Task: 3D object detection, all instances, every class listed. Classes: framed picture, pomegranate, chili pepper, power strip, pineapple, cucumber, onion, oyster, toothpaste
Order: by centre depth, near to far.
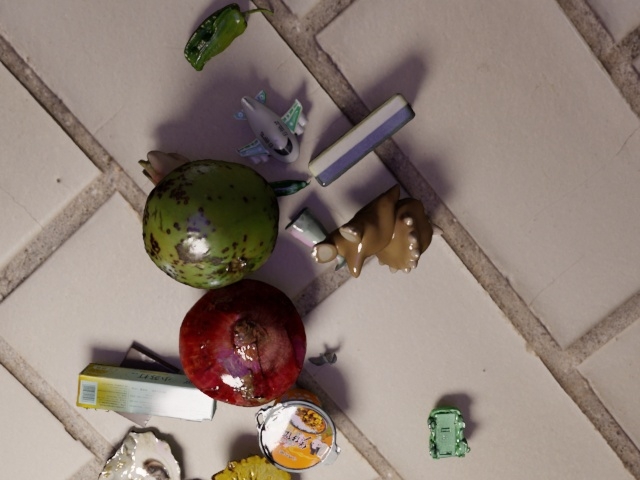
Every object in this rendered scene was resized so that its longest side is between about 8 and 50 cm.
[{"bbox_3d":[-0.252,-0.066,1.094,0.285,0.285,0.340,-45,65,7],"label":"pomegranate"},{"bbox_3d":[-0.204,-0.444,1.101,0.204,0.073,0.072,-40,85,5],"label":"chili pepper"},{"bbox_3d":[0.086,-0.217,1.129,0.257,0.105,0.070,-37,99,5],"label":"power strip"},{"bbox_3d":[-0.162,0.219,1.133,0.277,0.276,0.275,0,101,-1],"label":"onion"},{"bbox_3d":[-0.097,-0.115,1.180,0.155,0.037,0.037,-6,101,1],"label":"cucumber"},{"bbox_3d":[-0.396,0.352,1.223,0.313,0.071,0.089,8,98,-2],"label":"toothpaste"},{"bbox_3d":[-0.437,0.351,1.269,0.128,0.023,0.168,32,99,-6],"label":"framed picture"},{"bbox_3d":[-0.423,0.584,1.277,0.214,0.083,0.222,27,79,0],"label":"oyster"},{"bbox_3d":[-0.168,0.597,1.295,0.250,0.164,0.139,36,59,-11],"label":"pineapple"}]

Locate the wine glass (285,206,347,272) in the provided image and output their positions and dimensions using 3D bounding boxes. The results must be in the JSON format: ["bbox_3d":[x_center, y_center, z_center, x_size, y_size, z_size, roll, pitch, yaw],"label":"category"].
[{"bbox_3d":[0.000,0.000,1.185,0.155,0.073,0.073,43,97,-8],"label":"wine glass"}]

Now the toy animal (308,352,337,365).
[{"bbox_3d":[0.014,0.283,1.262,0.084,0.050,0.028,-21,66,38],"label":"toy animal"}]

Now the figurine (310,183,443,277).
[{"bbox_3d":[0.139,0.001,1.124,0.173,0.247,0.177,54,137,-2],"label":"figurine"}]

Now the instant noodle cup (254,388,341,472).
[{"bbox_3d":[-0.055,0.430,1.240,0.178,0.125,0.208,-41,99,5],"label":"instant noodle cup"}]

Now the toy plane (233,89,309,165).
[{"bbox_3d":[-0.109,-0.239,1.135,0.174,0.080,0.173,-1,103,-3],"label":"toy plane"}]

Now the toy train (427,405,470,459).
[{"bbox_3d":[0.304,0.474,1.284,0.099,0.081,0.149,-6,95,0],"label":"toy train"}]
